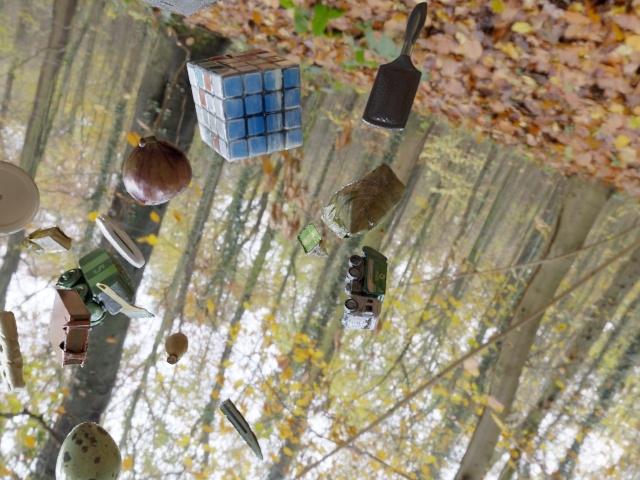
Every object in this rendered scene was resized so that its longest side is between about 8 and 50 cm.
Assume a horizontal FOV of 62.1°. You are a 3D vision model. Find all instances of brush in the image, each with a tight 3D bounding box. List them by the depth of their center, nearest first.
[{"bbox_3d":[0.113,-0.245,0.740,0.063,0.193,0.016,17,172,13],"label":"brush"},{"bbox_3d":[-0.531,0.163,1.423,0.083,0.011,0.205,-3,146,17],"label":"brush"}]

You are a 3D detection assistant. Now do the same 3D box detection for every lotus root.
[{"bbox_3d":[-0.388,0.284,1.417,0.062,0.073,0.150,36,-173,-14],"label":"lotus root"}]

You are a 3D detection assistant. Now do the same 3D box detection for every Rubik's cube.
[{"bbox_3d":[-0.222,-0.412,1.594,0.256,0.258,0.253,-19,-146,-25],"label":"Rubik's cube"}]

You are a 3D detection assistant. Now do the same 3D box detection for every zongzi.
[{"bbox_3d":[0.065,-0.048,1.339,0.125,0.251,0.274,46,-132,-9],"label":"zongzi"}]

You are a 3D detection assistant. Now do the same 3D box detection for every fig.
[{"bbox_3d":[-0.488,-0.236,1.574,0.204,0.249,0.186,-23,-134,-32],"label":"fig"}]

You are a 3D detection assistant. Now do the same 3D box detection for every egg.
[{"bbox_3d":[-0.668,0.639,1.534,0.177,0.228,0.177,-7,180,0],"label":"egg"}]

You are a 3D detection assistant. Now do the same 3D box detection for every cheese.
[{"bbox_3d":[-0.734,0.261,1.252,0.065,0.193,0.043,-15,175,28],"label":"cheese"}]

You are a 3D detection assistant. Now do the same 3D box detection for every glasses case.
[{"bbox_3d":[-0.622,0.002,1.653,0.081,0.051,0.204,12,140,58],"label":"glasses case"}]

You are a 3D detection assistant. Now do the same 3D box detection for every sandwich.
[{"bbox_3d":[0.000,0.000,1.602,0.116,0.074,0.074,10,-137,-51],"label":"sandwich"}]

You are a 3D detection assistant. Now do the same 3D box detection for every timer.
[{"bbox_3d":[-0.822,-0.087,1.314,0.175,0.175,0.266,7,170,-40],"label":"timer"}]

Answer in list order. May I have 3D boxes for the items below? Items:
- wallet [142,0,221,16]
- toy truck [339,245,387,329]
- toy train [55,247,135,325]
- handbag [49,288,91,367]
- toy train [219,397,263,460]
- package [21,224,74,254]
[{"bbox_3d":[-0.480,-0.821,1.764,0.169,0.044,0.317,-13,-175,24],"label":"wallet"},{"bbox_3d":[0.128,0.137,1.550,0.124,0.114,0.253,6,-127,1],"label":"toy truck"},{"bbox_3d":[-0.830,0.175,1.973,0.238,0.166,0.299,-35,-135,-14],"label":"toy train"},{"bbox_3d":[-0.579,0.199,1.224,0.063,0.127,0.190,7,-171,-36],"label":"handbag"},{"bbox_3d":[-0.268,0.674,1.890,0.251,0.048,0.055,53,169,-3],"label":"toy train"},{"bbox_3d":[-0.748,0.000,1.458,0.131,0.047,0.071,-9,144,29],"label":"package"}]
